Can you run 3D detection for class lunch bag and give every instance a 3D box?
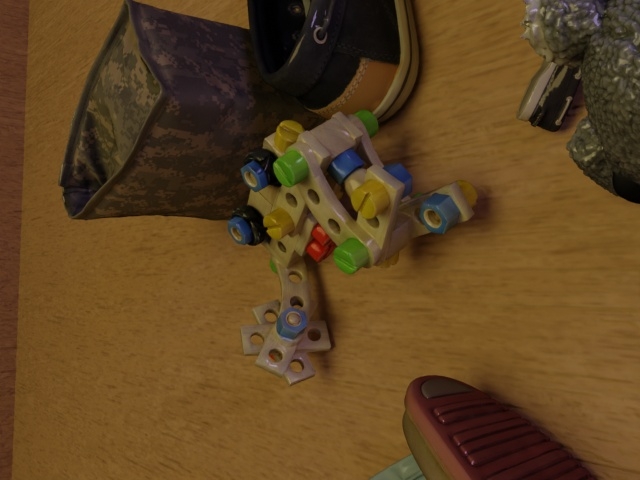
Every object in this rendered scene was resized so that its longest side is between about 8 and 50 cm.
[{"bbox_3d":[-0.176,-0.129,0.842,0.287,0.235,0.169,-46,59,38],"label":"lunch bag"}]

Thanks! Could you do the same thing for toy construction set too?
[{"bbox_3d":[0.000,0.000,0.703,0.215,0.151,0.328,44,132,14],"label":"toy construction set"}]

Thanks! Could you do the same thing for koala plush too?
[{"bbox_3d":[0.218,-0.088,0.361,0.196,0.221,0.203,49,123,42],"label":"koala plush"}]

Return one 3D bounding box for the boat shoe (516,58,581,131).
[{"bbox_3d":[0.202,-0.148,0.533,0.046,0.038,0.125,-70,3,-75],"label":"boat shoe"}]

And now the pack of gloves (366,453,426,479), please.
[{"bbox_3d":[0.102,0.310,0.633,0.232,0.046,0.195,-45,68,39],"label":"pack of gloves"}]

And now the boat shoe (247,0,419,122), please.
[{"bbox_3d":[-0.024,-0.361,0.739,0.187,0.156,0.500,-31,62,48],"label":"boat shoe"}]

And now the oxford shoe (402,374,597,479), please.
[{"bbox_3d":[0.163,0.271,0.465,0.397,0.140,0.147,54,126,38],"label":"oxford shoe"}]
